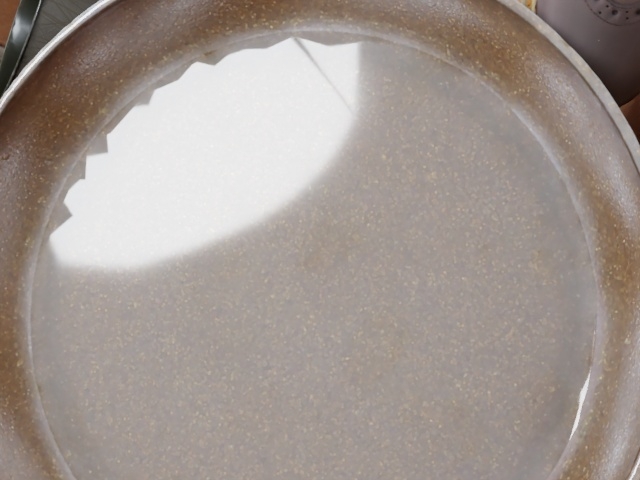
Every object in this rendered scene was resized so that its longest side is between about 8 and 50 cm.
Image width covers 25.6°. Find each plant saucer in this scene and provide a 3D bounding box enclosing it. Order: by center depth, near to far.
[{"bbox_3d":[-0.010,0.029,0.592,0.050,0.311,0.310,25,-97,-76],"label":"plant saucer"}]

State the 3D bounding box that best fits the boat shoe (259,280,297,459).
[{"bbox_3d":[0.006,0.103,0.689,0.123,0.123,0.342,172,108,-69],"label":"boat shoe"}]

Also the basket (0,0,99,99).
[{"bbox_3d":[-0.137,-0.146,1.166,0.204,0.227,0.154,8,80,71],"label":"basket"}]

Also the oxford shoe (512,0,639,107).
[{"bbox_3d":[0.159,-0.155,0.533,0.271,0.097,0.098,-65,28,26],"label":"oxford shoe"}]
